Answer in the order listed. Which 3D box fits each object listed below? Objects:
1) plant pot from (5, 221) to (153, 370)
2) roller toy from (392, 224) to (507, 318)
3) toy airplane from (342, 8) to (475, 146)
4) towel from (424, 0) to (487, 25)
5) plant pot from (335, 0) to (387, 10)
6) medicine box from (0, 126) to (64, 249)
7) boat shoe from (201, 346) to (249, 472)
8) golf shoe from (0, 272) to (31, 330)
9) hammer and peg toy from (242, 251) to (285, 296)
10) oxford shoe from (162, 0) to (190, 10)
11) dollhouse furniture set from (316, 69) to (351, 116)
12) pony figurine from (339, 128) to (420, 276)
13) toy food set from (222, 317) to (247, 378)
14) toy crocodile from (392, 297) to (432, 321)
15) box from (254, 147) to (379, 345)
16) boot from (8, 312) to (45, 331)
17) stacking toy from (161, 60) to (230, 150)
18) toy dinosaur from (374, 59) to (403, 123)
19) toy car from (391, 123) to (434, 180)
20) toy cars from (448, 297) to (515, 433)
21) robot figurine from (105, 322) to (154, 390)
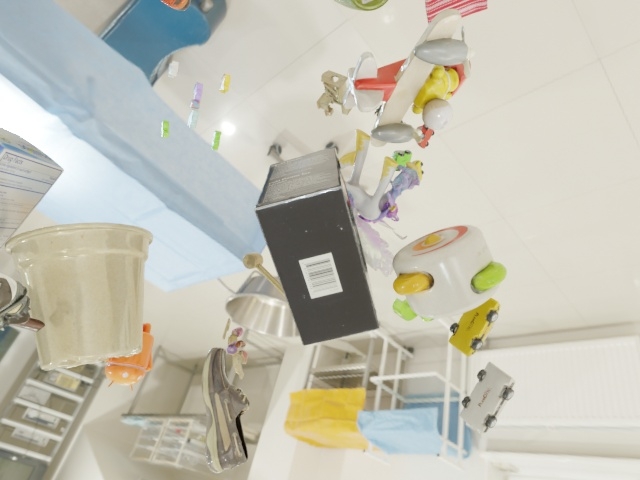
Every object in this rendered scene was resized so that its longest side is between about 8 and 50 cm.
[{"bbox_3d":[-0.575,0.149,1.106,0.334,0.305,0.334,-11,168,-2],"label":"plant pot"},{"bbox_3d":[0.250,0.056,0.908,0.209,0.191,0.146,-24,98,11],"label":"roller toy"},{"bbox_3d":[0.261,-0.423,1.257,0.384,0.272,0.386,-38,166,17],"label":"toy airplane"},{"bbox_3d":[0.412,-0.777,1.341,0.199,0.031,0.275,-15,155,13],"label":"towel"},{"bbox_3d":[0.119,-0.812,1.323,0.275,0.293,0.274,-8,139,-7],"label":"plant pot"},{"bbox_3d":[-0.776,-0.112,0.990,0.149,0.289,0.263,36,176,-5],"label":"medicine box"},{"bbox_3d":[-0.277,0.501,1.342,0.130,0.355,0.132,-7,167,-3],"label":"boat shoe"},{"bbox_3d":[-0.510,0.113,0.600,0.077,0.198,0.094,25,149,36],"label":"golf shoe"},{"bbox_3d":[-0.080,0.034,1.588,0.361,0.127,0.266,-38,85,16],"label":"hammer and peg toy"},{"bbox_3d":[-0.399,-0.707,1.232,0.097,0.271,0.098,-41,147,18],"label":"oxford shoe"},{"bbox_3d":[0.035,-0.549,1.775,0.101,0.161,0.182,28,163,20],"label":"dollhouse furniture set"},{"bbox_3d":[0.145,-0.106,1.392,0.351,0.303,0.363,33,119,2],"label":"pony figurine"},{"bbox_3d":[-0.173,0.225,0.938,0.019,0.078,0.122,-8,125,10],"label":"toy food set"},{"bbox_3d":[0.401,0.174,1.491,0.341,0.115,0.105,-24,120,-5],"label":"toy crocodile"},{"bbox_3d":[0.000,0.000,1.029,0.179,0.312,0.343,-14,115,5],"label":"box"},{"bbox_3d":[-0.597,0.165,0.904,0.106,0.037,0.114,8,154,17],"label":"boot"},{"bbox_3d":[-0.355,-0.384,1.267,0.167,0.221,0.052,7,-174,-30],"label":"stacking toy"},{"bbox_3d":[0.263,-0.525,1.660,0.064,0.118,0.268,29,134,50],"label":"toy dinosaur"},{"bbox_3d":[0.299,-0.289,1.511,0.053,0.225,0.239,28,124,32],"label":"toy car"},{"bbox_3d":[0.474,0.344,1.281,0.087,0.393,0.176,15,153,-39],"label":"toy cars"},{"bbox_3d":[-0.619,0.372,1.445,0.128,0.219,0.158,9,154,-5],"label":"robot figurine"}]
